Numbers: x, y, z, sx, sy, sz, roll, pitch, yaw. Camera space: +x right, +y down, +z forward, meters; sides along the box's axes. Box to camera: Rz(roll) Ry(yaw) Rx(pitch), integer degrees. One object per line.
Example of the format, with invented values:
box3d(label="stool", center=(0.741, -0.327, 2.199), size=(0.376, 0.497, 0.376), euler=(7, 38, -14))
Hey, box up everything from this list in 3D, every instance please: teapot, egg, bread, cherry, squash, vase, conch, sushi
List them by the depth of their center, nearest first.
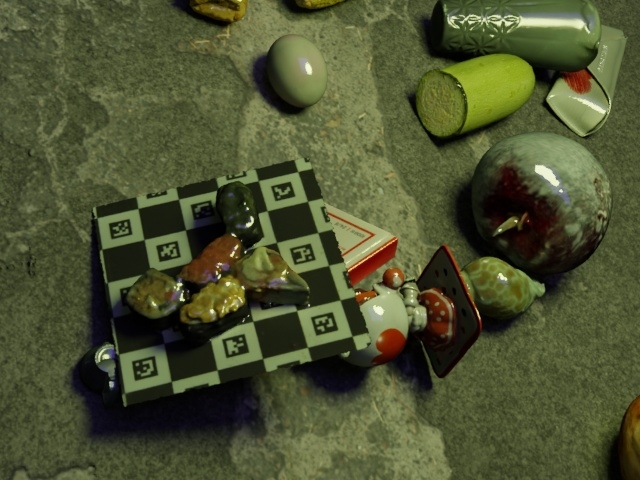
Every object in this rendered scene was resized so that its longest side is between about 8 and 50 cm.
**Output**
box3d(label="teapot", center=(-0.293, 0.181, 1.365), size=(0.066, 0.057, 0.088), euler=(-2, 63, -25))
box3d(label="sushi", center=(-0.140, 0.026, 1.400), size=(0.343, 0.064, 0.359), euler=(-13, 53, -6))
box3d(label="conch", center=(0.298, 0.082, 1.680), size=(0.173, 0.106, 0.116), euler=(3, 37, -45))
box3d(label="egg", center=(-0.040, -0.295, 1.730), size=(0.103, 0.103, 0.135), euler=(-12, 69, -30))
box3d(label="cherry", center=(0.387, -0.069, 1.738), size=(0.255, 0.218, 0.296), euler=(47, 40, 10))
box3d(label="bread", center=(-0.177, -0.490, 1.791), size=(0.113, 0.083, 0.211), euler=(13, 57, -12))
box3d(label="squash", center=(0.309, -0.281, 1.875), size=(0.247, 0.132, 0.132), euler=(-20, 72, -34))
box3d(label="vase", center=(0.371, -0.420, 1.970), size=(0.300, 0.156, 0.251), euler=(0, 25, -11))

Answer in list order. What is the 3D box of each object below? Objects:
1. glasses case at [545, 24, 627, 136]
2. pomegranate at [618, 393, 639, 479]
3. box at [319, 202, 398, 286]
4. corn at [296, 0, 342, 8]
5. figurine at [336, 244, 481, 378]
box3d(label="glasses case", center=(0.559, -0.361, 2.067), size=(0.128, 0.083, 0.308), euler=(30, 54, -8))
box3d(label="pomegranate", center=(0.597, 0.345, 1.594), size=(0.248, 0.248, 0.248), euler=(12, 58, -19))
box3d(label="box", center=(0.000, 0.000, 1.527), size=(0.123, 0.050, 0.229), euler=(-34, 40, -28))
box3d(label="corn", center=(0.054, -0.518, 1.908), size=(0.291, 0.101, 0.101), euler=(-35, 81, -37))
box3d(label="figurine", center=(0.091, 0.128, 1.507), size=(0.226, 0.183, 0.160), euler=(-9, 59, -23))
